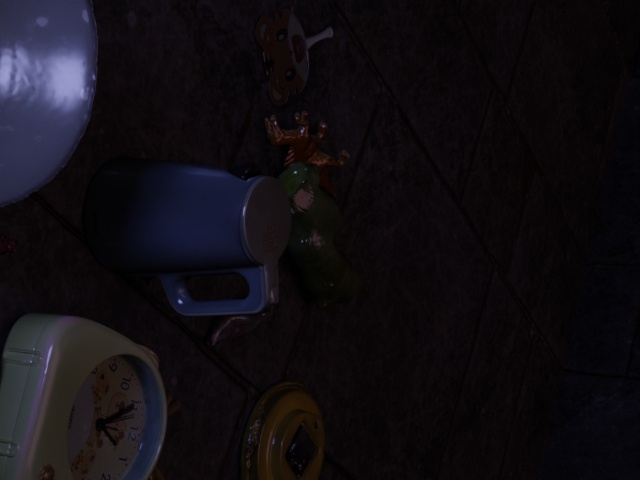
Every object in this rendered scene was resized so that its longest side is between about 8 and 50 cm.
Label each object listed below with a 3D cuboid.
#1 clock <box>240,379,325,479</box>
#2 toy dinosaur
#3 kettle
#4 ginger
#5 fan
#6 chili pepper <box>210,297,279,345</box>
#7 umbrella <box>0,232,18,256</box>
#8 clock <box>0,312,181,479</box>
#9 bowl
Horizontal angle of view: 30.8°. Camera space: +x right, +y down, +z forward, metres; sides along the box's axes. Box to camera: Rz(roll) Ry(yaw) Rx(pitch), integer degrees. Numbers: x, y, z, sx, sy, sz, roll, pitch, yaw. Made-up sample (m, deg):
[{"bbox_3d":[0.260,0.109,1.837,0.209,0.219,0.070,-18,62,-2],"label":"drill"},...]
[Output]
[{"bbox_3d":[-0.047,0.348,1.919,0.237,0.057,0.237,-7,98,-57],"label":"clock"},{"bbox_3d":[-0.019,-0.129,1.934,0.142,0.057,0.212,-36,122,-39],"label":"toy dinosaur"},{"bbox_3d":[-0.165,-0.001,1.518,0.160,0.243,0.210,-10,102,-58],"label":"kettle"},{"bbox_3d":[-0.001,-0.003,1.942,0.137,0.089,0.290,-66,142,-55],"label":"ginger"},{"bbox_3d":[-0.037,-0.322,1.930,0.227,0.008,0.152,-39,124,-50],"label":"fan"},{"bbox_3d":[-0.121,0.120,1.794,0.153,0.041,0.050,-27,96,-38],"label":"chili pepper"},{"bbox_3d":[-0.406,0.020,1.327,0.025,0.027,0.165,-50,166,29],"label":"umbrella"},{"bbox_3d":[-0.287,0.235,1.474,0.308,0.096,0.235,33,63,-55],"label":"clock"},{"bbox_3d":[-0.399,-0.199,1.196,0.337,0.158,0.337,-7,98,-57],"label":"bowl"}]
